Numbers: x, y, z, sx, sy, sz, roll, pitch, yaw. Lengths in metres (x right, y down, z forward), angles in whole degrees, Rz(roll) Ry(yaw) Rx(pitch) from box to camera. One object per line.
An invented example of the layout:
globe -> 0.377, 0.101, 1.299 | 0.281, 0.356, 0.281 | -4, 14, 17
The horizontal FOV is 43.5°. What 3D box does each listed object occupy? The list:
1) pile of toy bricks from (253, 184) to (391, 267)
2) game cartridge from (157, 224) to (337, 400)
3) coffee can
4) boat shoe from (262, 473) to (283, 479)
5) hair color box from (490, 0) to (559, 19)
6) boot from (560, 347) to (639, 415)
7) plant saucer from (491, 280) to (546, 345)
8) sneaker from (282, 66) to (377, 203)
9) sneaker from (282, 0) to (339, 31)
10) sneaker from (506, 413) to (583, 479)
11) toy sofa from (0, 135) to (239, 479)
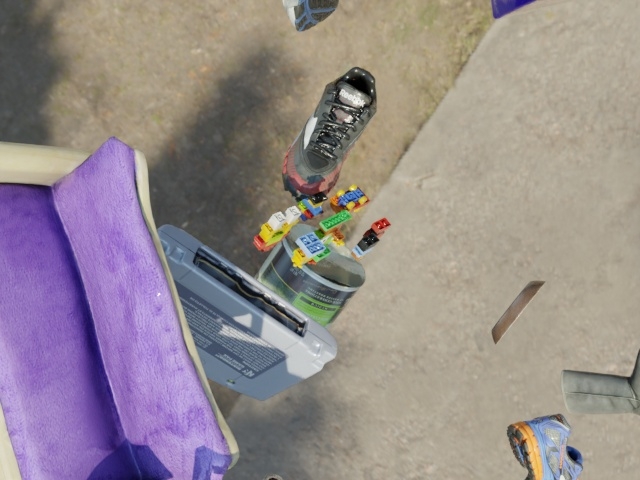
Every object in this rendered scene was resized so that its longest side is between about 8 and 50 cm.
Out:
pile of toy bricks -> 0.000, 0.000, 1.195 | 0.212, 0.105, 0.118 | -24, 70, -46
game cartridge -> -0.146, 0.110, 1.093 | 0.196, 0.294, 0.060 | -37, 26, 37
coffee can -> -0.060, 0.130, 1.727 | 0.275, 0.201, 0.201 | -55, 50, 25
boat shoe -> -0.054, 0.465, 1.320 | 0.063, 0.059, 0.170 | -26, 69, -14
hair color box -> 0.252, -0.269, 0.674 | 0.185, 0.339, 0.110 | -14, 99, 6
boot -> 0.603, 0.286, 1.663 | 0.208, 0.076, 0.189 | 5, 104, 50
plant saucer -> 0.405, 0.143, 1.659 | 0.029, 0.168, 0.168 | 39, 78, 14
sneaker -> 0.020, -0.182, 1.315 | 0.098, 0.135, 0.276 | 29, 57, -2
sneaker -> -0.023, -0.303, 0.846 | 0.080, 0.211, 0.081 | -32, 81, -14
sneaker -> 0.337, 0.335, 1.138 | 0.087, 0.221, 0.083 | -25, 30, -5
toy sofa -> -0.229, 0.086, 0.733 | 0.177, 0.150, 0.362 | -23, 81, 28
